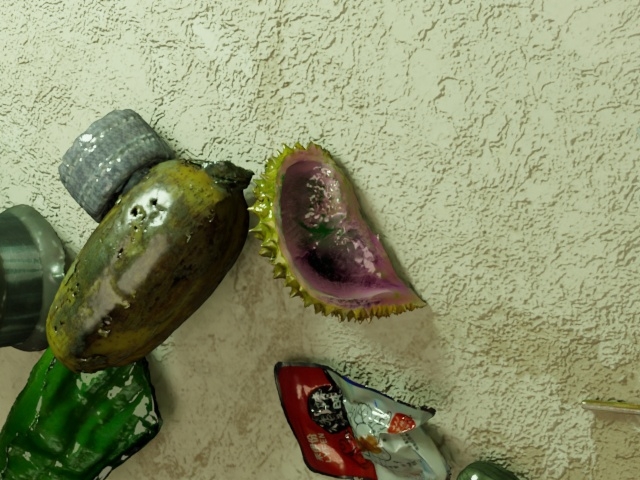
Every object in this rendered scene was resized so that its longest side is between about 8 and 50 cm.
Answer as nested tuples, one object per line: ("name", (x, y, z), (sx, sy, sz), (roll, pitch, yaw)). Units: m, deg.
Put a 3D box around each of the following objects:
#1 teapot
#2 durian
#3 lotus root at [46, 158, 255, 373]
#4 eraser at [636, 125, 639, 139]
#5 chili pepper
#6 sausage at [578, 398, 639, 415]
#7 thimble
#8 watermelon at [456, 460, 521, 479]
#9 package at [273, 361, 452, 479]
("teapot", (-0.598, 0.071, 1.943), (0.376, 0.361, 0.306), (-4, 89, 48))
("durian", (-0.014, 0.006, 1.674), (0.153, 0.186, 0.261), (-28, 81, 31))
("lotus root", (-0.235, 0.035, 1.774), (0.179, 0.196, 0.397), (41, 107, 2))
("eraser", (0.472, -0.031, 1.382), (0.174, 0.095, 0.270), (-19, 98, 39))
("chili pepper", (-0.378, 0.268, 2.006), (0.385, 0.213, 0.167), (-56, 31, 16))
("sausage", (0.368, 0.208, 1.595), (0.100, 0.015, 0.015), (1, 110, 33))
("thimble", (-0.286, -0.105, 1.800), (0.098, 0.150, 0.150), (46, 127, 12))
("watermelon", (0.231, 0.339, 1.701), (0.110, 0.078, 0.078), (29, 123, 19))
("package", (0.060, 0.263, 1.791), (0.269, 0.071, 0.194), (5, 111, 45))
